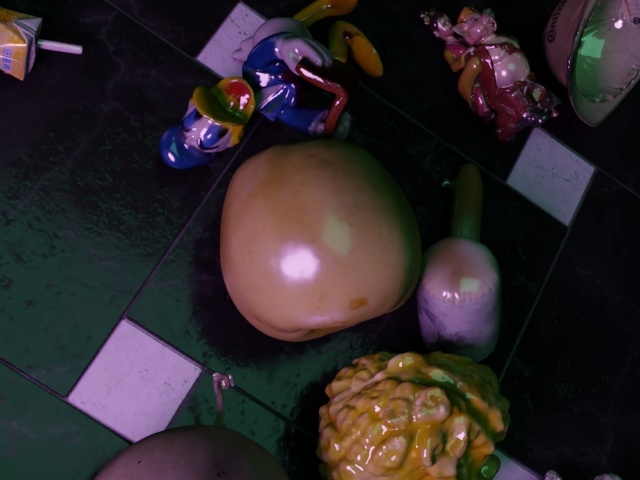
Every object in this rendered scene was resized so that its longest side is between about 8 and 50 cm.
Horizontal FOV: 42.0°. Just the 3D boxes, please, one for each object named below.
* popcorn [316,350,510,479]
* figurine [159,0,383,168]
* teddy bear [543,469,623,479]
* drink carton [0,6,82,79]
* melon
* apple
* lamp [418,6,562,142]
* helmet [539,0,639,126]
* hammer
[{"bbox_3d":[0.126,0.249,1.026,0.251,0.206,0.237,46,49,-19],"label":"popcorn"},{"bbox_3d":[-0.055,-0.185,1.099,0.338,0.283,0.204,-35,128,-6],"label":"figurine"},{"bbox_3d":[0.306,0.376,1.103,0.213,0.111,0.133,-2,51,7],"label":"teddy bear"},{"bbox_3d":[-0.412,-0.260,1.067,0.200,0.084,0.074,19,47,-10],"label":"drink carton"},{"bbox_3d":[-0.143,0.338,0.877,0.272,0.272,0.308,43,36,-2],"label":"melon"},{"bbox_3d":[0.000,0.000,1.018,0.262,0.262,0.262,5,73,-16],"label":"apple"},{"bbox_3d":[0.254,-0.273,1.262,0.118,0.118,0.253,-31,86,-23],"label":"lamp"},{"bbox_3d":[0.416,-0.314,1.313,0.257,0.137,0.204,-47,131,-15],"label":"helmet"},{"bbox_3d":[0.196,0.006,1.148,0.113,0.202,0.305,4,53,9],"label":"hammer"}]
